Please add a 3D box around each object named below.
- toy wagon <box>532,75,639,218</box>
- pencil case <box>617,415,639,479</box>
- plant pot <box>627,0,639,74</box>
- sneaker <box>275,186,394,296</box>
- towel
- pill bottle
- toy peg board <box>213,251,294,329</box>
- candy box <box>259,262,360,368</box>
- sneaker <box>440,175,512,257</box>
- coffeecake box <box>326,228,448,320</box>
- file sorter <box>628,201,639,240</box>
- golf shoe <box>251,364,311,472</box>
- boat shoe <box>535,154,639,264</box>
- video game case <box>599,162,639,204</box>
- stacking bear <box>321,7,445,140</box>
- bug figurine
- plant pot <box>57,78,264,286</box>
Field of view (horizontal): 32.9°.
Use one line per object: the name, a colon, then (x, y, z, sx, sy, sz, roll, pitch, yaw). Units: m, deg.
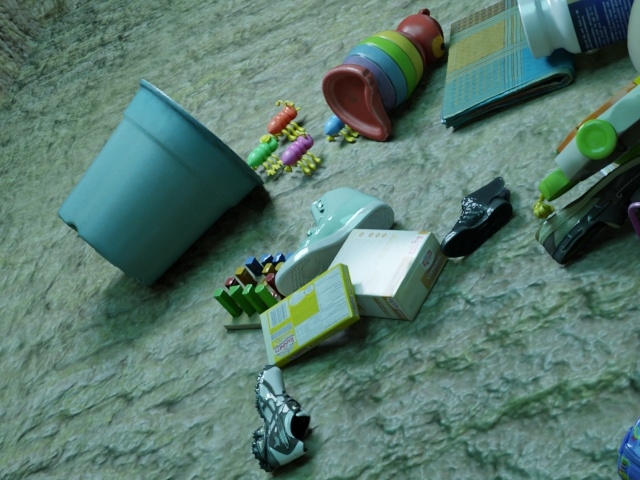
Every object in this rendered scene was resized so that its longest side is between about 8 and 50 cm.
toy wagon: (0.438, -0.158, 1.589, 0.344, 0.068, 0.267, -39, -14, 20)
pencil case: (0.452, 0.285, 1.172, 0.306, 0.133, 0.119, 38, 112, 58)
plant pot: (0.621, -0.382, 1.685, 0.284, 0.191, 0.284, -8, 57, 13)
sneaker: (0.001, 0.000, 2.003, 0.256, 0.094, 0.151, -37, 35, -13)
towel: (0.374, -0.380, 2.162, 0.271, 0.040, 0.370, -20, 35, 25)
pill bottle: (0.498, -0.425, 1.950, 0.264, 0.153, 0.153, -16, 38, 17)
toy peg board: (-0.109, 0.078, 2.030, 0.161, 0.079, 0.161, -6, 44, 40)
candy box: (-0.021, 0.131, 1.849, 0.206, 0.027, 0.105, -34, 56, 34)
sneaker: (0.261, -0.040, 1.840, 0.170, 0.051, 0.089, -36, 32, -5)
coffeecake box: (0.105, 0.056, 1.854, 0.185, 0.068, 0.142, 3, 51, 46)
file sorter: (0.562, -0.088, 1.413, 0.202, 0.182, 0.291, 20, 69, 39)
golf shoe: (-0.056, 0.280, 1.745, 0.093, 0.077, 0.198, -16, 44, 14)
boat shoe: (0.433, -0.046, 1.646, 0.223, 0.080, 0.073, -39, 68, 20)
video game case: (0.537, -0.169, 1.745, 0.206, 0.026, 0.227, -34, 32, 6)
stacking bear: (0.153, -0.369, 2.265, 0.164, 0.175, 0.289, 19, 53, 43)
bug figurine: (-0.050, -0.229, 2.349, 0.279, 0.072, 0.216, 6, 48, 47)
plant pot: (-0.354, -0.104, 2.298, 0.334, 0.341, 0.341, -50, 33, -3)
